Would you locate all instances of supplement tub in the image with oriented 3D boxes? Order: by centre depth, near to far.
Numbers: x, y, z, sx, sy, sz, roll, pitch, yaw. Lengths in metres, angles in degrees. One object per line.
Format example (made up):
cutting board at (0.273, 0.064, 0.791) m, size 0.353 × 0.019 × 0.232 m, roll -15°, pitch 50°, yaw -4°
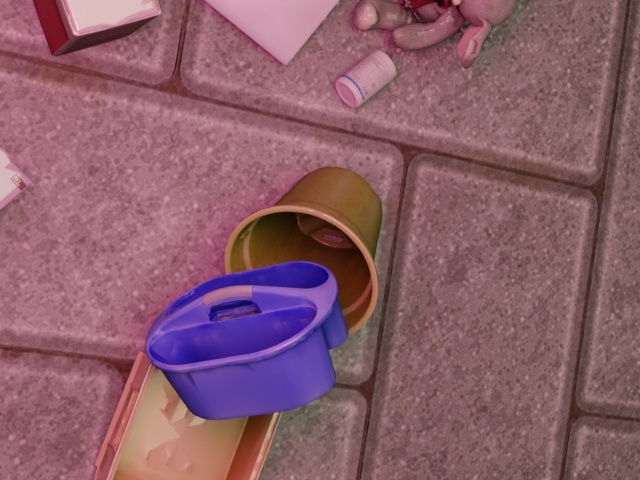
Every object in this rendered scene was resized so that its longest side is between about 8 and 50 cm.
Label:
supplement tub at (0.088, -0.316, 1.918) m, size 0.107 × 0.071 × 0.071 m, roll -40°, pitch 106°, yaw -19°

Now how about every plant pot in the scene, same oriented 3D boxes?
plant pot at (0.000, 0.000, 1.765) m, size 0.276 × 0.276 × 0.254 m, roll 53°, pitch 32°, yaw -16°

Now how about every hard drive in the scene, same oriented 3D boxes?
hard drive at (-0.127, -0.522, 1.787) m, size 0.353 × 0.047 × 0.233 m, roll 37°, pitch 102°, yaw -19°

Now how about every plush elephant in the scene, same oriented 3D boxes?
plush elephant at (0.265, -0.482, 1.891) m, size 0.330 × 0.255 × 0.272 m, roll 30°, pitch 79°, yaw -21°

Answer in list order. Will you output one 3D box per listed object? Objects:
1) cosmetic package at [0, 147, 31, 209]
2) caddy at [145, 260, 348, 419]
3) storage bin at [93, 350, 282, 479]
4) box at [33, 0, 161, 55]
cosmetic package at (-0.553, -0.100, 1.550) m, size 0.107 × 0.238 × 0.127 m, roll -45°, pitch 107°, yaw -17°
caddy at (-0.118, 0.147, 1.594) m, size 0.241 × 0.341 × 0.179 m, roll -70°, pitch 142°, yaw -53°
storage bin at (-0.241, 0.362, 1.757) m, size 0.262 × 0.123 × 0.260 m, roll 24°, pitch 81°, yaw -23°
box at (-0.379, -0.399, 1.624) m, size 0.148 × 0.232 × 0.127 m, roll -21°, pitch 100°, yaw -22°
